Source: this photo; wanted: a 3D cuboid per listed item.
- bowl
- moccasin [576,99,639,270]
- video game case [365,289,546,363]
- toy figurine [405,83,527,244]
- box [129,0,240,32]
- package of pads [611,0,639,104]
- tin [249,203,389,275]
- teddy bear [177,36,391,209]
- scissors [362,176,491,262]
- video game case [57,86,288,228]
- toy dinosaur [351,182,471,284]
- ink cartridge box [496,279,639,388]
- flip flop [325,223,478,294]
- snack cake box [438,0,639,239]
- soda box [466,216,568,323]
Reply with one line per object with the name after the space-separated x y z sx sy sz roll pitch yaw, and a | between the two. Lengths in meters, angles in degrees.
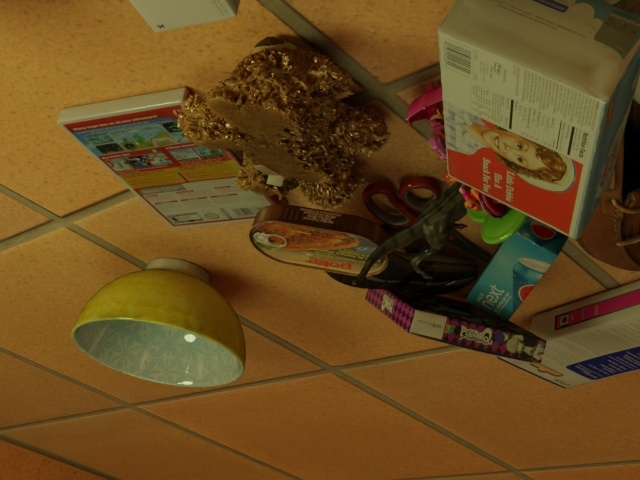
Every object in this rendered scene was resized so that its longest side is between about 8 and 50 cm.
-0.257 0.123 1.662 0.289 0.156 0.289 8 153 4 | bowl
0.347 -0.087 1.114 0.147 0.139 0.380 3 143 32 | moccasin
0.198 0.120 1.496 0.210 0.042 0.232 14 -175 -14 | video game case
0.163 -0.102 1.125 0.159 0.173 0.130 38 131 -21 | toy figurine
-0.138 -0.272 0.959 0.102 0.087 0.101 -4 149 25 | box
0.426 -0.191 0.871 0.296 0.101 0.229 -30 134 34 | package of pads
0.000 0.000 1.314 0.189 0.040 0.106 10 144 9 | tin
-0.038 -0.136 1.186 0.245 0.113 0.338 4 160 25 | teddy bear
0.165 -0.012 1.418 0.109 0.021 0.297 -16 146 26 | scissors
-0.196 -0.103 1.361 0.204 0.025 0.285 -5 149 27 | video game case
0.149 -0.015 1.276 0.268 0.064 0.118 -37 156 -6 | toy dinosaur
0.473 0.150 1.571 0.176 0.069 0.371 25 146 -28 | ink cartridge box
0.113 0.019 1.444 0.277 0.080 0.112 9 153 -30 | flip flop
0.197 -0.118 0.899 0.152 0.089 0.264 27 163 19 | snack cake box
0.276 0.032 1.380 0.071 0.067 0.210 31 150 8 | soda box
